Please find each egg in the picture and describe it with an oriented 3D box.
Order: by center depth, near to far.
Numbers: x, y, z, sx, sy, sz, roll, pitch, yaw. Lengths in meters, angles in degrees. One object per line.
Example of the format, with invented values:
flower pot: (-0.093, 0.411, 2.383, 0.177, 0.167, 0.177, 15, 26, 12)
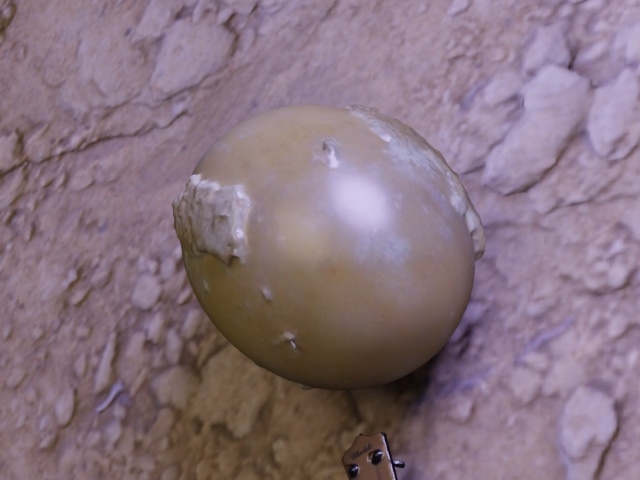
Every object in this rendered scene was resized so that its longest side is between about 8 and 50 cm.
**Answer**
egg: (0.003, 0.000, 0.957, 0.164, 0.164, 0.201, -55, 39, -1)

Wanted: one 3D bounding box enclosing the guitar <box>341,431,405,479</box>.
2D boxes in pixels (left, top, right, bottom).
guitar: (0.058, 0.219, 0.861, 0.084, 0.038, 0.271, -32, 51, 21)
